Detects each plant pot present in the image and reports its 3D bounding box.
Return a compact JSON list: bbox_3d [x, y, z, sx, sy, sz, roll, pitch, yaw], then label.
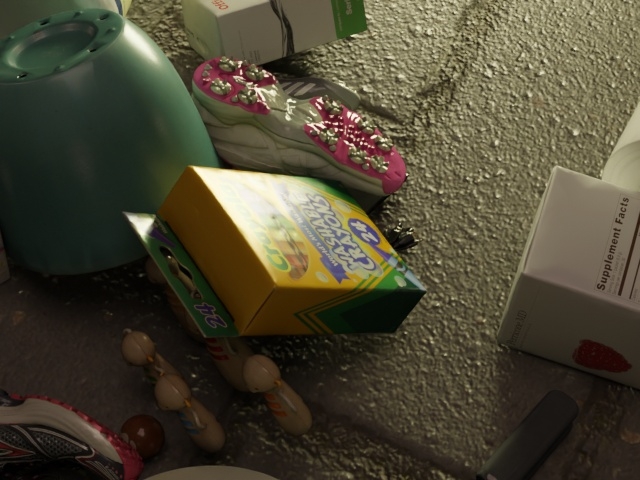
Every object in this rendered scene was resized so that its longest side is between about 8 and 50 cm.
[{"bbox_3d":[-0.287,-0.139,1.708,0.293,0.235,0.293,-12,33,8],"label":"plant pot"}]

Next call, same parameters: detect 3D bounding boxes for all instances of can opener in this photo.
[{"bbox_3d":[0.195,0.274,1.645,0.280,0.074,0.093,-38,67,-25],"label":"can opener"}]

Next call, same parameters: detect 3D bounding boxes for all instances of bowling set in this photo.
[{"bbox_3d":[-0.162,0.162,1.613,0.200,0.154,0.287,-42,43,-12],"label":"bowling set"}]

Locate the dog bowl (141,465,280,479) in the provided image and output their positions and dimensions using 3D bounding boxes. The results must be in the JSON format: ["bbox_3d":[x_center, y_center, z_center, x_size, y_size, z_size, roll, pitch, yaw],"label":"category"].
[{"bbox_3d":[-0.121,0.359,1.481,0.264,0.104,0.265,-1,30,0],"label":"dog bowl"}]

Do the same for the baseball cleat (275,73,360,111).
[{"bbox_3d":[-0.052,-0.181,1.930,0.205,0.072,0.109,11,64,13],"label":"baseball cleat"}]

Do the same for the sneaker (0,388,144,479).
[{"bbox_3d":[-0.339,0.238,1.599,0.299,0.121,0.112,10,68,21],"label":"sneaker"}]

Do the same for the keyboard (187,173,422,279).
[{"bbox_3d":[0.000,0.000,1.832,0.201,0.033,0.317,37,62,24],"label":"keyboard"}]

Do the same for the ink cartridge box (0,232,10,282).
[{"bbox_3d":[-0.450,0.000,1.724,0.092,0.143,0.090,-31,64,-22],"label":"ink cartridge box"}]

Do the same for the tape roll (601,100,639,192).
[{"bbox_3d":[0.507,-0.098,1.813,0.246,0.246,0.169,26,58,12],"label":"tape roll"}]

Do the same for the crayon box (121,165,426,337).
[{"bbox_3d":[-0.047,0.014,1.642,0.323,0.083,0.203,2,42,-48],"label":"crayon box"}]

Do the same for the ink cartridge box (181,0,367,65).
[{"bbox_3d":[-0.069,-0.324,1.965,0.219,0.093,0.160,-20,31,-18],"label":"ink cartridge box"}]

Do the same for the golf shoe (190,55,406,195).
[{"bbox_3d":[-0.037,-0.126,1.849,0.306,0.140,0.115,27,40,1],"label":"golf shoe"}]

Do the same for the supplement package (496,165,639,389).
[{"bbox_3d":[0.390,0.063,1.736,0.292,0.177,0.175,18,58,7],"label":"supplement package"}]

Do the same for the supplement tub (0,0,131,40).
[{"bbox_3d":[-0.352,-0.423,1.952,0.235,0.235,0.325,13,57,4],"label":"supplement tub"}]
